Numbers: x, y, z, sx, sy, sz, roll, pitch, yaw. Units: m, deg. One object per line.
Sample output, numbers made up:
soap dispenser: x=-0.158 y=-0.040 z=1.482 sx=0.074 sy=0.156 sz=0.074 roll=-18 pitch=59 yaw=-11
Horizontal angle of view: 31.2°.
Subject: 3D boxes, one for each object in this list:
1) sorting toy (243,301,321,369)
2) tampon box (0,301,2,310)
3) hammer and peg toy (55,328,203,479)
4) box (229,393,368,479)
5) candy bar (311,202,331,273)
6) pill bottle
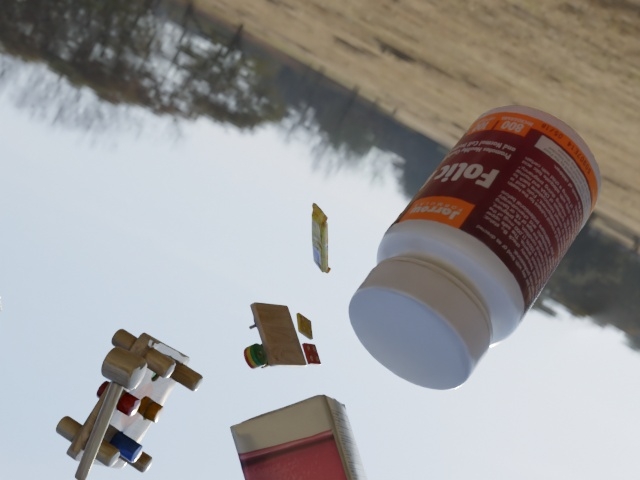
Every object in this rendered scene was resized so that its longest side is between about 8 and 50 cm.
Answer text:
sorting toy: x=-0.091 y=0.196 z=2.294 sx=0.274 sy=0.046 sz=0.132 roll=11 pitch=-124 yaw=-61
tampon box: x=-0.689 y=0.109 z=2.118 sx=0.120 sy=0.161 sz=0.101 roll=54 pitch=159 yaw=8
hammer and peg toy: x=-0.362 y=0.291 z=2.064 sx=0.127 sy=0.266 sz=0.361 roll=29 pitch=173 yaw=16
box: x=-0.006 y=0.321 z=1.403 sx=0.148 sy=0.126 sz=0.232 roll=49 pitch=-158 yaw=-73
candy bar: x=0.000 y=0.000 z=1.846 sx=0.040 sy=0.018 sz=0.161 roll=47 pitch=159 yaw=28
pill bottle: x=0.217 y=0.007 z=1.612 sx=0.224 sy=0.392 sz=0.224 roll=25 pitch=143 yaw=20
